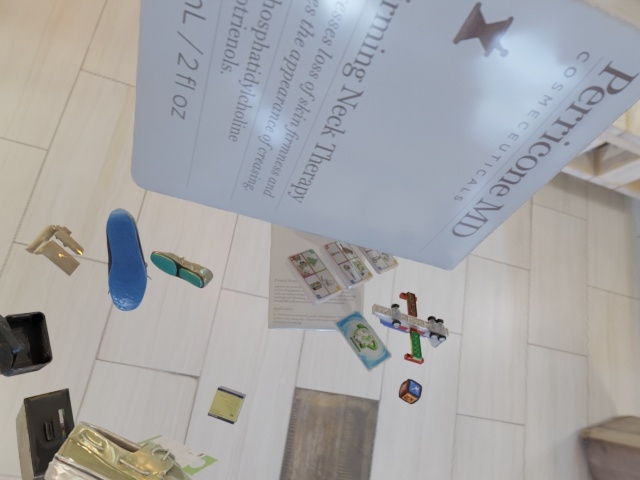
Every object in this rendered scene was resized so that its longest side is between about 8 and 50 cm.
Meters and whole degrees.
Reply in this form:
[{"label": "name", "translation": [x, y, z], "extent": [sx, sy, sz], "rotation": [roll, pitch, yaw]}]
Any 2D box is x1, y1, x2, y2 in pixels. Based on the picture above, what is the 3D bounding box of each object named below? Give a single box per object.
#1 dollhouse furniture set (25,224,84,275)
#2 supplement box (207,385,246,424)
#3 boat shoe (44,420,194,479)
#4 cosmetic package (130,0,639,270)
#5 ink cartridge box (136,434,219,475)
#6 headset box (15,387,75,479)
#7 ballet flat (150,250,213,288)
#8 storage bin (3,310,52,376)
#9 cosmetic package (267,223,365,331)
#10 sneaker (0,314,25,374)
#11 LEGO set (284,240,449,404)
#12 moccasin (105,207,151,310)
[{"label": "dollhouse furniture set", "translation": [-0.920, 0.034, 1.577], "extent": [0.123, 0.151, 0.144], "rotation": [57, 41, -36]}, {"label": "supplement box", "translation": [-0.275, 0.485, 1.328], "extent": [0.083, 0.056, 0.083], "rotation": [18, 77, 4]}, {"label": "boat shoe", "translation": [-0.269, 0.354, 0.676], "extent": [0.303, 0.109, 0.094], "rotation": [12, 69, 10]}, {"label": "cosmetic package", "translation": [0.046, -0.222, 0.495], "extent": [0.394, 0.329, 0.327], "rotation": [15, 51, -14]}, {"label": "ink cartridge box", "translation": [-0.506, 0.766, 1.522], "extent": [0.255, 0.189, 0.096], "rotation": [14, 82, 17]}, {"label": "headset box", "translation": [-0.895, 0.650, 1.471], "extent": [0.131, 0.283, 0.246], "rotation": [-3, 62, -41]}, {"label": "ballet flat", "translation": [-0.427, 0.083, 1.396], "extent": [0.213, 0.072, 0.068], "rotation": [25, 35, 15]}, {"label": "storage bin", "translation": [-0.952, 0.330, 1.442], "extent": [0.122, 0.084, 0.180], "rotation": [0, 67, -52]}, {"label": "cosmetic package", "translation": [0.000, 0.000, 0.948], "extent": [0.197, 0.155, 0.365], "rotation": [3, 86, 5]}, {"label": "sneaker", "translation": [-0.957, 0.306, 1.341], "extent": [0.089, 0.051, 0.170], "rotation": [-37, 94, -13]}, {"label": "LEGO set", "translation": [0.077, 0.105, 0.637], "extent": [0.183, 0.060, 0.244], "rotation": [-19, 64, -42]}, {"label": "moccasin", "translation": [-0.630, 0.059, 1.484], "extent": [0.138, 0.117, 0.341], "rotation": [1, 105, -21]}]
